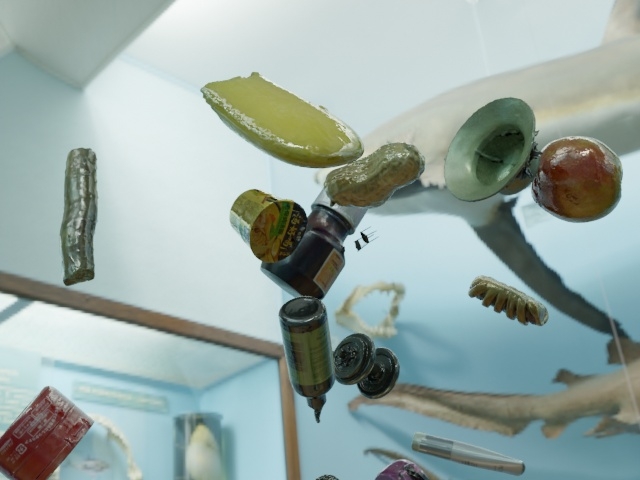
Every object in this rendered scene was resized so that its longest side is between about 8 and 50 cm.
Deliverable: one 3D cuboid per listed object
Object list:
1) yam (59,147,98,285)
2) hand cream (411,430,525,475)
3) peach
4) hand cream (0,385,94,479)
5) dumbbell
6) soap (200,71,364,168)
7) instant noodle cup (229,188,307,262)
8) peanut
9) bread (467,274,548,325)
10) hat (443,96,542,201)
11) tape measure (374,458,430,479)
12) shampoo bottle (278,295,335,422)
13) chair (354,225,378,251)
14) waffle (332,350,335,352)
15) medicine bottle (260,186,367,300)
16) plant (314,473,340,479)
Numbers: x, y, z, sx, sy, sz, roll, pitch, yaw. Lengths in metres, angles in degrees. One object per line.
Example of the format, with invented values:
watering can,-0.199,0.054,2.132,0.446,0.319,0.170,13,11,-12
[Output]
yam,-0.480,-0.053,1.647,0.071,0.317,0.067,-20,-33,18
hand cream,0.332,0.482,1.860,0.255,0.048,0.079,12,-27,17
peach,0.636,-0.151,2.058,0.230,0.231,0.231,-5,-28,-3
hand cream,-0.653,0.462,1.926,0.149,0.230,0.230,43,-44,-9
dumbbell,0.155,0.433,2.848,0.192,0.192,0.290,-26,-43,32
soap,-0.087,-0.294,2.101,0.306,0.427,0.115,-12,-50,-48
instant noodle cup,-0.123,-0.040,1.824,0.151,0.151,0.122,24,4,-44
peanut,0.155,-0.174,2.297,0.291,0.143,0.159,-24,-30,18
bread,0.508,0.167,2.240,0.225,0.081,0.134,28,8,17
hat,0.413,-0.179,1.855,0.130,0.257,0.257,27,-41,-33
tape measure,0.157,0.459,1.502,0.074,0.118,0.125,-25,-9,-37
shampoo bottle,-0.022,0.257,1.755,0.101,0.101,0.284,-7,-58,2
chair,0.128,-0.005,2.449,0.086,0.042,0.037,-32,-61,-20
waffle,0.003,0.460,2.942,0.149,0.051,0.194,-29,-24,-24
medicine bottle,0.000,0.000,2.656,0.242,0.395,0.242,35,-15,11
plant,0.010,0.622,1.945,0.094,0.143,0.092,23,28,37
